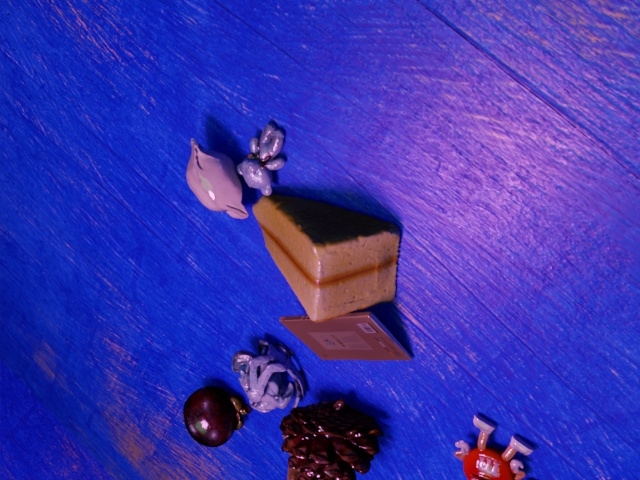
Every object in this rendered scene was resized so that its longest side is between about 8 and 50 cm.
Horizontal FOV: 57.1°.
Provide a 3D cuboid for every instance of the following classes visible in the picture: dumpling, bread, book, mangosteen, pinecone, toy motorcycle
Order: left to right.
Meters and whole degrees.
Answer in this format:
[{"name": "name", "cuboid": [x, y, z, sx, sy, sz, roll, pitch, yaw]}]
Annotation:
[{"name": "mangosteen", "cuboid": [-0.372, 0.608, 2.062, 0.216, 0.216, 0.216, 19, 126, 28]}, {"name": "dumpling", "cuboid": [-0.276, -0.158, 1.553, 0.250, 0.132, 0.162, 59, 167, -19]}, {"name": "toy motorcycle", "cuboid": [-0.158, 0.435, 1.832, 0.206, 0.154, 0.260, -11, 119, 16]}, {"name": "bread", "cuboid": [0.000, 0.000, 1.500, 0.362, 0.245, 0.233, 47, 145, 48]}, {"name": "pinecone", "cuboid": [0.021, 0.598, 1.714, 0.298, 0.242, 0.296, 13, 125, 12]}, {"name": "book", "cuboid": [0.063, 0.261, 1.572, 0.310, 0.021, 0.217, -9, 136, 40]}]

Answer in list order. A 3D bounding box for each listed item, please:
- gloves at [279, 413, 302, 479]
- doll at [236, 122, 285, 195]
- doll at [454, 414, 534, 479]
[{"name": "gloves", "cuboid": [-0.044, 0.728, 1.920, 0.154, 0.141, 0.331, -12, 100, 14]}, {"name": "doll", "cuboid": [-0.149, -0.203, 1.470, 0.120, 0.075, 0.180, 40, 133, 16]}, {"name": "doll", "cuboid": [0.429, 0.567, 1.503, 0.183, 0.085, 0.217, 25, 120, 21]}]
